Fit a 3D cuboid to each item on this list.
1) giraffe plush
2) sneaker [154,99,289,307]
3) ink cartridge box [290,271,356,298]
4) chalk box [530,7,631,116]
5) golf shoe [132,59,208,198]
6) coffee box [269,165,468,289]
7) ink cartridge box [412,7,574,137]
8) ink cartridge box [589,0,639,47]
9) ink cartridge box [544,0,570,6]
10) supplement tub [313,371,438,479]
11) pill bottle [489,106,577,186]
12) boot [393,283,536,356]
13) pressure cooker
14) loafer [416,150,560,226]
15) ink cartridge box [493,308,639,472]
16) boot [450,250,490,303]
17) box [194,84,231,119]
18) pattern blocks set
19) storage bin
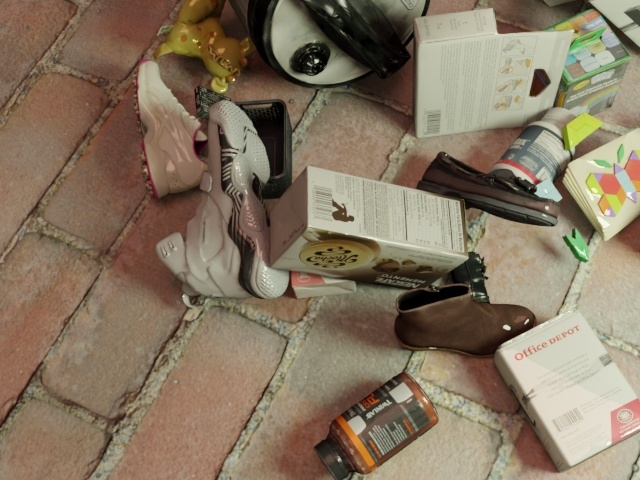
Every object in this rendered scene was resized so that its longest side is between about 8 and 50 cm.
[{"bbox_3d":[-0.219,-0.406,1.717,0.171,0.181,0.210,36,41,-4],"label":"giraffe plush"},{"bbox_3d":[-0.195,-0.057,1.500,0.210,0.137,0.365,-15,85,20],"label":"sneaker"},{"bbox_3d":[0.000,0.000,1.544,0.115,0.067,0.198,-7,64,3],"label":"ink cartridge box"},{"bbox_3d":[0.480,-0.333,1.569,0.133,0.213,0.132,-22,65,-5],"label":"chalk box"},{"bbox_3d":[-0.300,-0.227,1.672,0.140,0.115,0.306,-9,70,-10],"label":"golf shoe"},{"bbox_3d":[0.081,-0.013,1.421,0.297,0.168,0.118,11,62,-22],"label":"coffee box"},{"bbox_3d":[0.301,-0.302,1.529,0.261,0.296,0.066,-5,64,3],"label":"ink cartridge box"},{"bbox_3d":[0.618,-0.493,1.597,0.114,0.273,0.196,-23,55,41],"label":"ink cartridge box"},{"bbox_3d":[0.469,-0.610,1.698,0.093,0.160,0.219,-10,76,35],"label":"ink cartridge box"},{"bbox_3d":[0.088,0.310,1.368,0.198,0.106,0.106,-34,66,-10],"label":"supplement tub"},{"bbox_3d":[0.407,-0.158,1.553,0.108,0.108,0.180,36,73,20],"label":"pill bottle"},{"bbox_3d":[0.244,0.127,1.381,0.249,0.207,0.090,-9,64,2],"label":"boot"},{"bbox_3d":[0.008,-0.497,1.600,0.370,0.375,0.420,-10,53,-23],"label":"pressure cooker"},{"bbox_3d":[0.293,-0.098,1.468,0.303,0.109,0.095,19,87,50],"label":"loafer"},{"bbox_3d":[0.407,0.245,1.373,0.159,0.092,0.217,-25,67,-6],"label":"ink cartridge box"},{"bbox_3d":[0.244,0.072,1.497,0.121,0.045,0.099,-6,67,-5],"label":"boot"},{"bbox_3d":[-0.215,-0.270,1.690,0.018,0.083,0.067,-30,58,36],"label":"box"},{"bbox_3d":[0.540,-0.105,1.502,0.325,0.026,0.285,-43,90,-15],"label":"pattern blocks set"},{"bbox_3d":[-0.120,-0.177,1.632,0.122,0.084,0.180,-3,65,4],"label":"storage bin"}]
